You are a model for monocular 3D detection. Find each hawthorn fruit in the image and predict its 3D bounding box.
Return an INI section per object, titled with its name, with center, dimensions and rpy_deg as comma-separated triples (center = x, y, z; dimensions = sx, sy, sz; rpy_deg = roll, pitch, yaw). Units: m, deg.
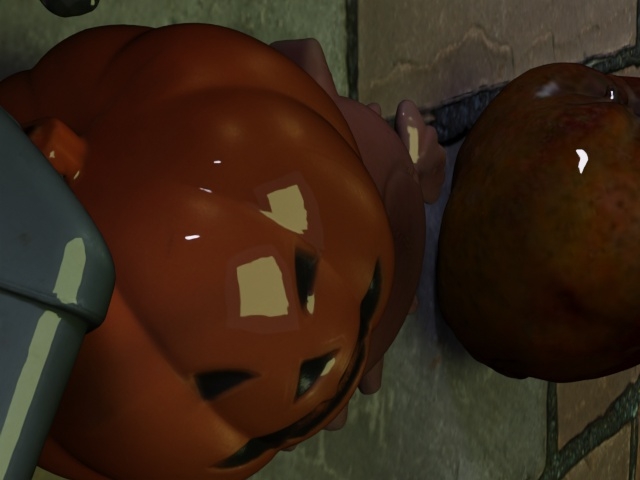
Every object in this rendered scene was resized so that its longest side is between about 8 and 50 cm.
[hawthorn fruit]
center = 0.177, 0.009, 1.011
dimensions = 0.208, 0.208, 0.248
rpy_deg = -34, 148, -53

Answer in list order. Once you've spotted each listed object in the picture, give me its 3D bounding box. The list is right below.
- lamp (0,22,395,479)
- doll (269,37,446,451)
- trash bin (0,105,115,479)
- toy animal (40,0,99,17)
[lamp]
center = -0.068, 0.002, 0.578
dimensions = 0.164, 0.187, 0.188
rpy_deg = 47, 56, -51
[doll]
center = 0.000, 0.000, 0.787
dimensions = 0.262, 0.093, 0.211
rpy_deg = -46, 131, -46
[trash bin]
center = -0.168, 0.051, 0.427
dimensions = 0.176, 0.101, 0.236
rpy_deg = 21, 78, -15
[toy animal]
center = -0.127, -0.167, 0.510
dimensions = 0.084, 0.148, 0.233
rpy_deg = 2, 97, -22
